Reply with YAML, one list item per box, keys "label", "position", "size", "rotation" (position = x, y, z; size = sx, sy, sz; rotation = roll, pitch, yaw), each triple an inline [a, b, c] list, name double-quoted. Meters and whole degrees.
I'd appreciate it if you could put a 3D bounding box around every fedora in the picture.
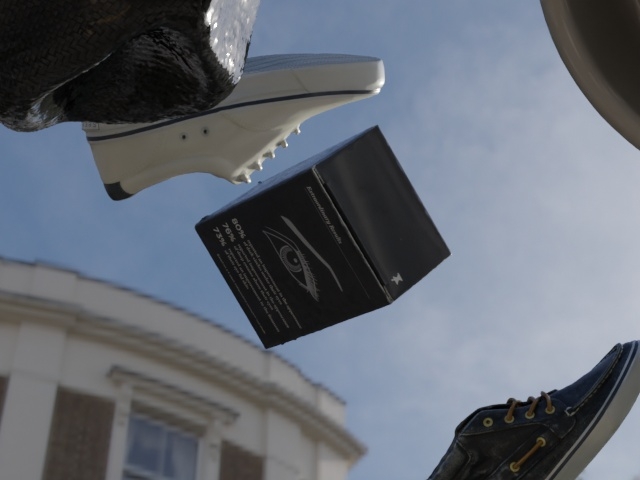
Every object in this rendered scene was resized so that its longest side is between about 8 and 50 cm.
- label: "fedora"
  position: [-0.125, -0.153, 0.884]
  size: [0.334, 0.152, 0.334]
  rotation: [-8, -8, -1]

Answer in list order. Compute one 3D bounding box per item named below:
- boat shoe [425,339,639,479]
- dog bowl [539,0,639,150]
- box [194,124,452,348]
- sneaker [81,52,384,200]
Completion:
- label: "boat shoe"
  position: [0.152, 0.129, 1.040]
  size: [0.083, 0.065, 0.183]
  rotation: [37, -86, 3]
- label: "dog bowl"
  position: [0.283, -0.180, 0.861]
  size: [0.348, 0.102, 0.349]
  rotation: [9, -69, 23]
- label: "box"
  position: [0.000, 0.000, 1.466]
  size: [0.207, 0.108, 0.153]
  rotation: [-22, -80, 47]
- label: "sneaker"
  position: [-0.067, -0.095, 1.211]
  size: [0.258, 0.094, 0.091]
  rotation: [-13, -72, -18]
